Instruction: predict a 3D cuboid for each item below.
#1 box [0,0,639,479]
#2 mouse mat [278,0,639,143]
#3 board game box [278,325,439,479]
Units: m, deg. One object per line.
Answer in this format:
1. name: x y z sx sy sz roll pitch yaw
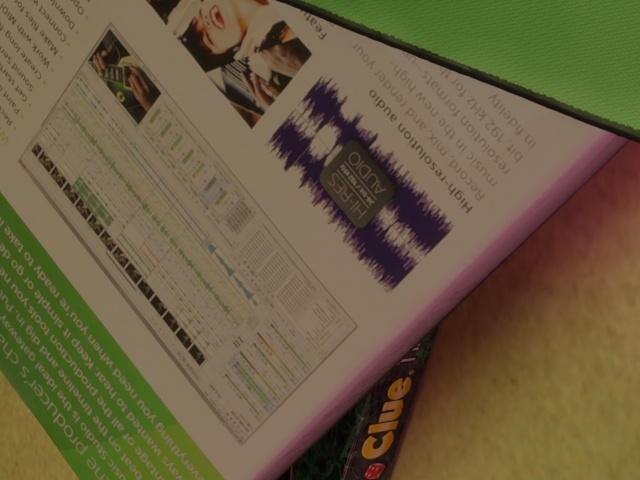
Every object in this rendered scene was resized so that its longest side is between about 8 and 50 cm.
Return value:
1. box: -0.040 -0.054 0.617 0.232 0.058 0.322 52 130 10
2. mouse mat: 0.049 -0.115 0.479 0.190 0.007 0.152 25 122 28
3. board game box: 0.000 0.000 0.694 0.136 0.030 0.259 43 127 42
